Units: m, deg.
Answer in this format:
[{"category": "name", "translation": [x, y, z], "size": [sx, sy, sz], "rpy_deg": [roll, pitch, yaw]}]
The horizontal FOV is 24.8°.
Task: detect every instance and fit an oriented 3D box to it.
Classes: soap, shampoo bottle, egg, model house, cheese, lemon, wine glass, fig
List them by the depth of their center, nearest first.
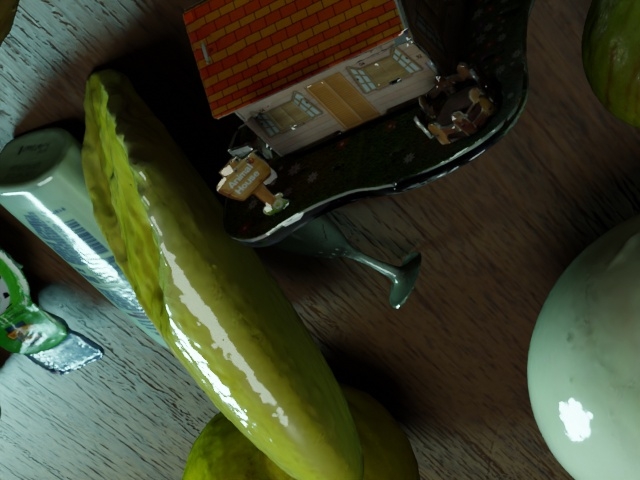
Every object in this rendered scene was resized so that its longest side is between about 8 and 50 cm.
[{"category": "fig", "translation": [0.274, -0.190, 1.052], "size": [0.151, 0.151, 0.259], "rpy_deg": [7, 138, 5]}, {"category": "model house", "translation": [0.003, -0.143, 1.124], "size": [0.294, 0.207, 0.154], "rpy_deg": [-21, 131, 33]}, {"category": "soap", "translation": [-0.094, 0.057, 1.312], "size": [0.115, 0.306, 0.427], "rpy_deg": [-37, 114, -6]}, {"category": "egg", "translation": [0.331, 0.116, 1.322], "size": [0.283, 0.283, 0.345], "rpy_deg": [19, 148, -11]}, {"category": "wine glass", "translation": [0.000, 0.000, 1.424], "size": [0.198, 0.066, 0.066], "rpy_deg": [25, 141, -17]}, {"category": "shampoo bottle", "translation": [-0.193, 0.026, 1.495], "size": [0.134, 0.078, 0.359], "rpy_deg": [-5, 142, 37]}, {"category": "cheese", "translation": [-0.378, 0.059, 1.576], "size": [0.204, 0.083, 0.320], "rpy_deg": [-25, 129, 38]}, {"category": "lemon", "translation": [-0.022, 0.298, 1.643], "size": [0.297, 0.297, 0.297], "rpy_deg": [7, 143, 5]}]

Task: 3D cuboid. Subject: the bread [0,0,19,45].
[{"category": "bread", "translation": [-0.290, -0.238, 1.130], "size": [0.114, 0.132, 0.190], "rpy_deg": [10, 141, 3]}]
